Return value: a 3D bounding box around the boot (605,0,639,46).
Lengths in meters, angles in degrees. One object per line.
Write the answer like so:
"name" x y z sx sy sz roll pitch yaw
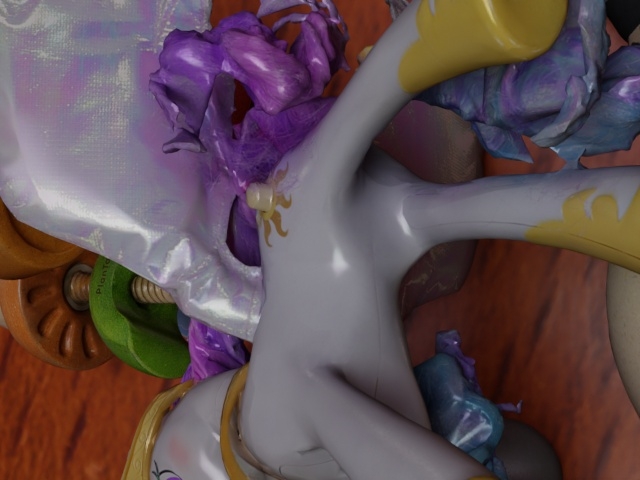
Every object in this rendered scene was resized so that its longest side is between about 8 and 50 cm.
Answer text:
"boot" 0.214 -0.209 0.627 0.236 0.085 0.178 -40 74 21

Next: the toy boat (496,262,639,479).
"toy boat" 0.191 0.078 0.574 0.318 0.148 0.267 -34 104 19

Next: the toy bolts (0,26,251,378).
"toy bolts" -0.161 -0.052 0.709 0.158 0.218 0.228 1 68 34

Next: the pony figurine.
"pony figurine" 0.000 0.000 0.534 0.363 0.303 0.351 -17 65 60

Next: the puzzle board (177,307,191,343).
"puzzle board" -0.118 -0.003 0.787 0.128 0.011 0.096 26 95 23
